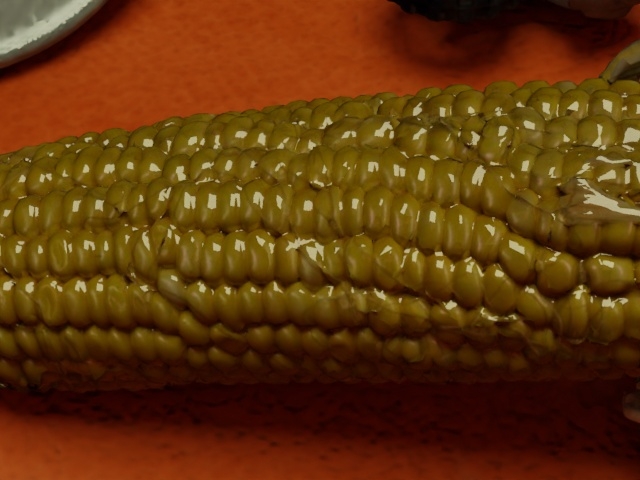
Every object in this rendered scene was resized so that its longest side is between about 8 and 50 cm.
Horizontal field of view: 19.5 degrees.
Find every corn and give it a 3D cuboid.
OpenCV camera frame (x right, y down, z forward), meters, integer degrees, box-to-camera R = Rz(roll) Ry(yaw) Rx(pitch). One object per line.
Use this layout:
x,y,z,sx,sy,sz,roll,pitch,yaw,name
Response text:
0.000,0.000,0.597,0.293,0.106,0.106,-4,48,13,corn

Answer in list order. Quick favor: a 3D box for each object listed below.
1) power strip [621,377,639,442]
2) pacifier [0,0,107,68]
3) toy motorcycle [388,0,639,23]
0.267,0.047,0.621,0.367,0.043,0.106,3,49,2,power strip
-0.188,-0.183,0.695,0.279,0.207,0.227,39,72,-6,pacifier
0.097,-0.161,0.779,0.123,0.080,0.215,11,46,9,toy motorcycle
